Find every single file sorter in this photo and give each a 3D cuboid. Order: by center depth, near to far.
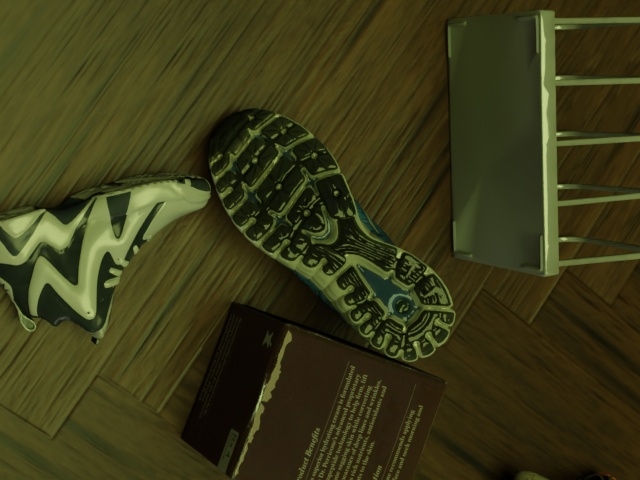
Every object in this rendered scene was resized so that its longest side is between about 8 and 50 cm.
[{"bbox_3d":[0.265,-0.116,1.539,0.173,0.193,0.277,-6,98,-25],"label":"file sorter"}]

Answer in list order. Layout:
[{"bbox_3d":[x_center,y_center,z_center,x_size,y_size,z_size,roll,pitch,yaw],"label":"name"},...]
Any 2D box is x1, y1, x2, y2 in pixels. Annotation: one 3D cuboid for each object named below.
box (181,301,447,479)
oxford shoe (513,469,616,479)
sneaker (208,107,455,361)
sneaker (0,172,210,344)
[{"bbox_3d":[-0.008,0.183,1.465,0.203,0.167,0.168,22,87,-23],"label":"box"},{"bbox_3d":[0.374,0.349,1.676,0.348,0.123,0.130,14,69,-33],"label":"oxford shoe"},{"bbox_3d":[0.000,0.000,1.478,0.130,0.147,0.330,-41,90,-8],"label":"sneaker"},{"bbox_3d":[-0.215,0.024,1.401,0.235,0.094,0.153,-17,103,-20],"label":"sneaker"}]
